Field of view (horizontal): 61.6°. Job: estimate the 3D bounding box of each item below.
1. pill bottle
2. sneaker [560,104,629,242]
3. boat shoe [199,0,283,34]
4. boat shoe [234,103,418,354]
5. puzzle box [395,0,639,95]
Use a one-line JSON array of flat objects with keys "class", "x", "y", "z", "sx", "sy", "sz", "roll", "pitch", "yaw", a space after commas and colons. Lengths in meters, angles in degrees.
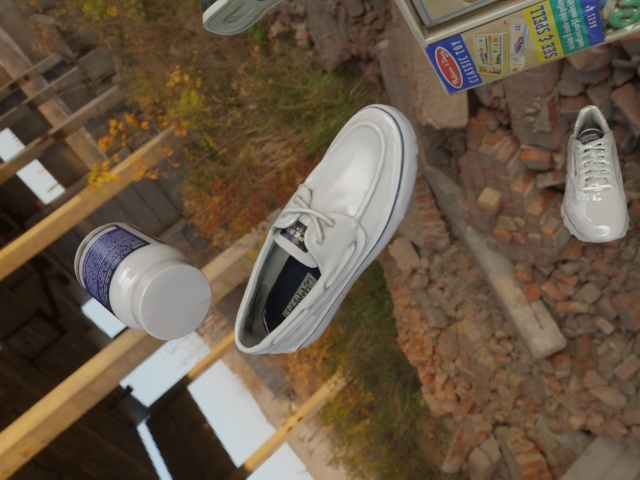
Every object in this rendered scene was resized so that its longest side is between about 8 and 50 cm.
[{"class": "pill bottle", "x": -0.308, "y": 0.067, "z": 0.928, "sx": 0.264, "sy": 0.153, "sz": 0.153, "roll": 19, "pitch": 149, "yaw": 46}, {"class": "sneaker", "x": 0.402, "y": -0.098, "z": 0.796, "sx": 0.090, "sy": 0.235, "sz": 0.095, "roll": -4, "pitch": 137, "yaw": 20}, {"class": "boat shoe", "x": -0.061, "y": -0.332, "z": 0.646, "sx": 0.233, "sy": 0.084, "sz": 0.079, "roll": -13, "pitch": 79, "yaw": 36}, {"class": "boat shoe", "x": 0.000, "y": 0.000, "z": 0.478, "sx": 0.095, "sy": 0.258, "sz": 0.084, "roll": 33, "pitch": -160, "yaw": 29}, {"class": "puzzle box", "x": 0.169, "y": -0.314, "z": 0.476, "sx": 0.272, "sy": 0.052, "sz": 0.409, "roll": -12, "pitch": 148, "yaw": 30}]
